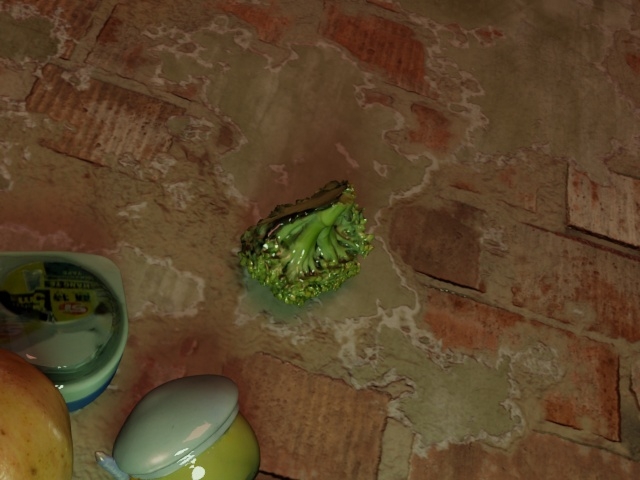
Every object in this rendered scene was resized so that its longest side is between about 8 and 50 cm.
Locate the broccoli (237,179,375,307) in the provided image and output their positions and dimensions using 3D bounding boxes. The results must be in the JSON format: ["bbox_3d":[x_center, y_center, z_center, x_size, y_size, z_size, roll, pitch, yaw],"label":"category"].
[{"bbox_3d":[0.000,0.014,1.950,0.242,0.273,0.180,-39,106,-38],"label":"broccoli"}]

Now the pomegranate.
[{"bbox_3d":[-0.491,0.262,1.465,0.338,0.338,0.338,10,49,-12],"label":"pomegranate"}]

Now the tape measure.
[{"bbox_3d":[-0.434,0.137,1.737,0.259,0.138,0.262,-2,53,-20],"label":"tape measure"}]

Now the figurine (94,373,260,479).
[{"bbox_3d":[-0.123,0.353,1.634,0.382,0.205,0.224,39,44,10],"label":"figurine"}]
